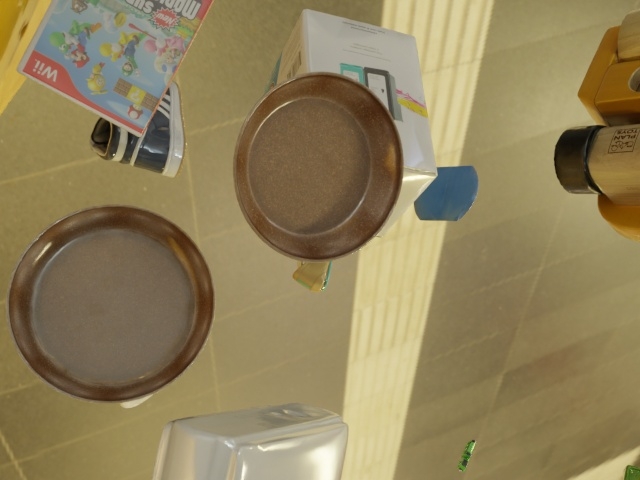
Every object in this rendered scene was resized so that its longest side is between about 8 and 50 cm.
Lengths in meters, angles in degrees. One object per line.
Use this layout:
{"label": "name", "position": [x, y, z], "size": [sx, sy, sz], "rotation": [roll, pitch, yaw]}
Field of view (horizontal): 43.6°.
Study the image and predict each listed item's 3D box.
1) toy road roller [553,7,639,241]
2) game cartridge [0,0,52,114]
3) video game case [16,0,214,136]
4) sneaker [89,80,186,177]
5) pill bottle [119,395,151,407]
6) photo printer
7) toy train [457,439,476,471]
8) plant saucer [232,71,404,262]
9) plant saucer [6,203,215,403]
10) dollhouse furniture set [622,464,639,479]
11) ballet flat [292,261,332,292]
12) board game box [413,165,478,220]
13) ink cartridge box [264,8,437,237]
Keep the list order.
{"label": "toy road roller", "position": [0.489, -0.145, 1.091], "size": [0.241, 0.203, 0.329], "rotation": [39, 68, -34]}
{"label": "game cartridge", "position": [-0.455, -0.316, 1.161], "size": [0.053, 0.285, 0.323], "rotation": [26, 142, -11]}
{"label": "video game case", "position": [-0.292, -0.326, 1.187], "size": [0.204, 0.025, 0.285], "rotation": [28, 93, -9]}
{"label": "sneaker", "position": [-0.333, -0.223, 1.438], "size": [0.153, 0.282, 0.099], "rotation": [10, 125, -24]}
{"label": "pill bottle", "position": [-0.385, 0.227, 1.521], "size": [0.094, 0.169, 0.094], "rotation": [-37, 157, -18]}
{"label": "photo printer", "position": [-0.083, 0.328, 0.806], "size": [0.256, 0.107, 0.307], "rotation": [15, 86, -63]}
{"label": "toy train", "position": [0.296, 0.432, 1.611], "size": [0.083, 0.017, 0.023], "rotation": [-50, 169, -49]}
{"label": "plant saucer", "position": [-0.005, -0.077, 0.844], "size": [0.199, 0.036, 0.198], "rotation": [-5, 101, -27]}
{"label": "plant saucer", "position": [-0.321, 0.097, 1.240], "size": [0.311, 0.310, 0.050], "rotation": [-18, 169, -17]}
{"label": "dollhouse furniture set", "position": [0.345, 0.310, 0.898], "size": [0.076, 0.058, 0.151], "rotation": [13, 146, 13]}
{"label": "ballet flat", "position": [0.000, 0.000, 1.567], "size": [0.073, 0.232, 0.080], "rotation": [21, 135, -4]}
{"label": "board game box", "position": [0.288, -0.100, 1.798], "size": [0.033, 0.169, 0.133], "rotation": [29, 71, -43]}
{"label": "ink cartridge box", "position": [0.036, -0.174, 1.242], "size": [0.197, 0.270, 0.198], "rotation": [8, 149, -21]}
